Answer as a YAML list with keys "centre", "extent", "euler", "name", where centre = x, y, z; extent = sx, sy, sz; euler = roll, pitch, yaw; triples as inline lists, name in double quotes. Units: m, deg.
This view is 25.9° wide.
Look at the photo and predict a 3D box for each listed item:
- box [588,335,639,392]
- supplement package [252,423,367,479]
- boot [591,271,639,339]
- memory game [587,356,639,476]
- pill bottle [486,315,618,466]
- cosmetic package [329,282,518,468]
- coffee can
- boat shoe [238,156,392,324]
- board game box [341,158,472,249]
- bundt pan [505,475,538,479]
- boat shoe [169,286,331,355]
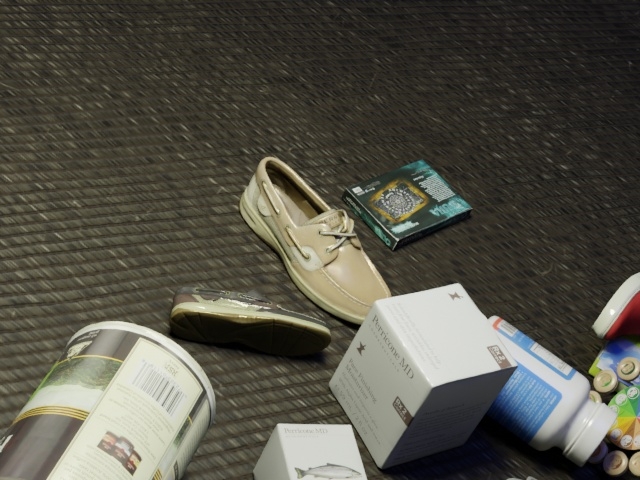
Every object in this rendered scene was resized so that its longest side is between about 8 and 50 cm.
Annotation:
- centre: [0.483, 0.183, 2.130]
  extent: [0.109, 0.042, 0.178]
  euler: [33, 41, 9]
  name: "box"
- centre: [-0.004, 0.324, 1.691]
  extent: [0.105, 0.105, 0.179]
  euler: [3, 45, -23]
  name: "supplement package"
- centre: [0.530, 0.131, 2.114]
  extent: [0.176, 0.088, 0.244]
  euler: [45, 39, 20]
  name: "boot"
- centre: [0.441, 0.247, 1.961]
  extent: [0.012, 0.186, 0.186]
  euler: [41, 24, -45]
  name: "memory game"
- centre: [0.296, 0.215, 1.943]
  extent: [0.221, 0.124, 0.124]
  euler: [36, 42, 12]
  name: "pill bottle"
- centre: [0.134, 0.179, 1.852]
  extent: [0.151, 0.184, 0.151]
  euler: [-10, 52, -34]
  name: "cosmetic package"
- centre: [-0.259, 0.253, 1.565]
  extent: [0.201, 0.201, 0.275]
  euler: [27, 40, 2]
  name: "coffee can"
- centre: [0.000, 0.000, 2.037]
  extent: [0.109, 0.098, 0.302]
  euler: [-22, 60, -41]
  name: "boat shoe"
- centre: [0.139, -0.059, 2.224]
  extent: [0.186, 0.026, 0.126]
  euler: [-22, 59, -41]
  name: "board game box"
- centre: [0.303, 0.441, 1.651]
  extent: [0.331, 0.124, 0.331]
  euler: [34, 18, -12]
  name: "bundt pan"
- centre: [-0.094, 0.102, 1.899]
  extent: [0.223, 0.080, 0.073]
  euler: [8, 49, -13]
  name: "boat shoe"
